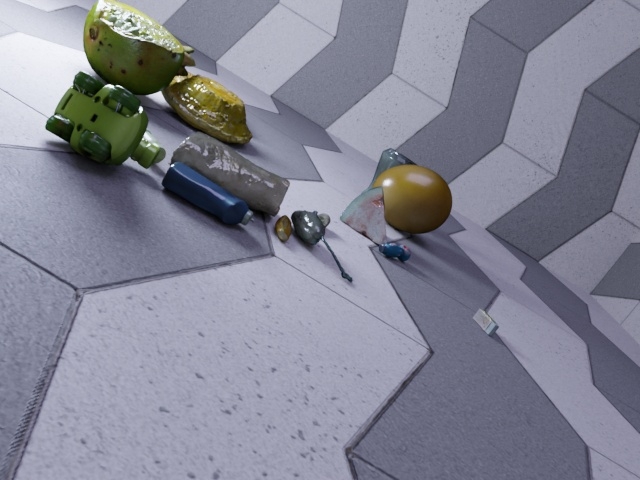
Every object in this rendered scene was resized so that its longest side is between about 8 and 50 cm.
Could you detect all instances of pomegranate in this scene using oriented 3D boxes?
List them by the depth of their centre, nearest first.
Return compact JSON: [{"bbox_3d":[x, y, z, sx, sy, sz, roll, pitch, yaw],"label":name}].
[{"bbox_3d":[-0.543,-0.548,1.725,0.309,0.216,0.358,43,17,25],"label":"pomegranate"}]

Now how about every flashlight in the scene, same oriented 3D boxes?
[{"bbox_3d":[0.224,0.034,1.739,0.129,0.051,0.051,8,28,-43],"label":"flashlight"}]

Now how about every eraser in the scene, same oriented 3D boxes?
[{"bbox_3d":[0.463,0.229,1.612,0.019,0.038,0.083,26,16,-28],"label":"eraser"}]

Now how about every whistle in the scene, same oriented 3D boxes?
[{"bbox_3d":[-0.445,-0.268,1.351,0.258,0.067,0.126,44,21,29],"label":"whistle"}]

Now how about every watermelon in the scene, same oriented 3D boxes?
[{"bbox_3d":[0.159,-0.047,1.863,0.207,0.136,0.202,53,35,-49],"label":"watermelon"}]

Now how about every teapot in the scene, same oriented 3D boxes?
[{"bbox_3d":[0.278,-0.257,2.374,0.170,0.225,0.203,29,15,-20],"label":"teapot"}]

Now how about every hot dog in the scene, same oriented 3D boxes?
[{"bbox_3d":[-0.090,-0.033,1.378,0.044,0.028,0.137,55,12,-17],"label":"hot dog"}]

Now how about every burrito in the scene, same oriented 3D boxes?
[{"bbox_3d":[-0.217,-0.159,1.383,0.299,0.105,0.143,27,21,-23],"label":"burrito"}]

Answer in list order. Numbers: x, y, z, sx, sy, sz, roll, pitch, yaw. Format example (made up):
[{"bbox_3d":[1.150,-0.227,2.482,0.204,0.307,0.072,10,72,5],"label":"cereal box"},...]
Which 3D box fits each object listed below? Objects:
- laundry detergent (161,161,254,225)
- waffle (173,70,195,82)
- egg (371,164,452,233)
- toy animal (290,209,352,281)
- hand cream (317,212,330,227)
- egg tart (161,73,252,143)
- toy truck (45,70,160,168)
[{"bbox_3d":[-0.233,-0.091,1.231,0.206,0.061,0.097,31,8,-7],"label":"laundry detergent"},{"bbox_3d":[-0.461,-0.563,2.176,0.348,0.078,0.304,25,17,-25],"label":"waffle"},{"bbox_3d":[0.337,-0.155,2.135,0.322,0.250,0.250,14,22,-24],"label":"egg"},{"bbox_3d":[-0.001,-0.003,1.388,0.079,0.070,0.253,6,31,-40],"label":"toy animal"},{"bbox_3d":[-0.013,-0.045,1.566,0.057,0.037,0.165,35,22,11],"label":"hand cream"},{"bbox_3d":[-0.359,-0.446,1.904,0.341,0.132,0.341,31,18,-11],"label":"egg tart"},{"bbox_3d":[-0.428,-0.228,1.151,0.187,0.148,0.210,29,-5,3],"label":"toy truck"}]
